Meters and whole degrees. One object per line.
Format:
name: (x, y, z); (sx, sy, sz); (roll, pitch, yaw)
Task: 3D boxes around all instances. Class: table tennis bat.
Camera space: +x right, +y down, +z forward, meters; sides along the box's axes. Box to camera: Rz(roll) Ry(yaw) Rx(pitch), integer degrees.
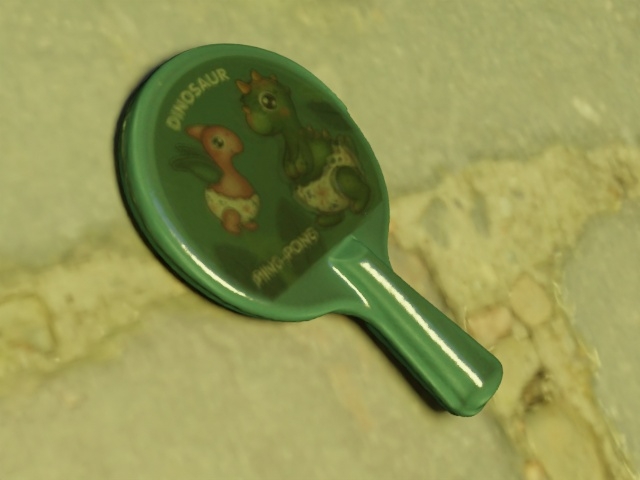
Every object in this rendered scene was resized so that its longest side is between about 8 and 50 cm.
table tennis bat: (0.000, 0.000, 0.754); (0.201, 0.033, 0.124); (44, 52, -5)
